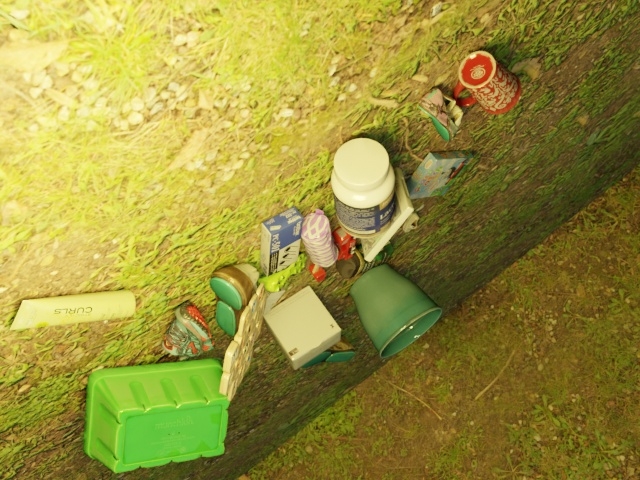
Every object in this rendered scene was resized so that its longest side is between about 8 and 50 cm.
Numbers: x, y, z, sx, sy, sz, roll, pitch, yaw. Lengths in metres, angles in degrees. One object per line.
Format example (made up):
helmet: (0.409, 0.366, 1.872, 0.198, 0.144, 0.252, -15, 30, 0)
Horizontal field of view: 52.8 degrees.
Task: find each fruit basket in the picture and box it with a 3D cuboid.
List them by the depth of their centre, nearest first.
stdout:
fruit basket: (-0.455, 0.457, 1.748, 0.392, 0.392, 0.283, -6, 108, -51)

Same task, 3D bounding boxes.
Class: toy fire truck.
toy fire truck: (0.035, 0.036, 1.881, 0.135, 0.047, 0.192, -28, 154, -18)

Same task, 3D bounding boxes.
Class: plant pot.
plant pot: (0.246, 0.229, 2.275, 0.271, 0.255, 0.272, -30, 156, -15)

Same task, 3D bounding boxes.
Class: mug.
mug: (0.396, -0.372, 1.567, 0.150, 0.113, 0.169, -48, 152, 18)

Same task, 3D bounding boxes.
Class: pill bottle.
pill bottle: (0.103, -0.123, 1.550, 0.153, 0.153, 0.265, -34, 157, -9)

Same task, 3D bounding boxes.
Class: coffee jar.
coffee jar: (0.136, 0.052, 2.015, 0.184, 0.079, 0.096, -20, 151, -35)

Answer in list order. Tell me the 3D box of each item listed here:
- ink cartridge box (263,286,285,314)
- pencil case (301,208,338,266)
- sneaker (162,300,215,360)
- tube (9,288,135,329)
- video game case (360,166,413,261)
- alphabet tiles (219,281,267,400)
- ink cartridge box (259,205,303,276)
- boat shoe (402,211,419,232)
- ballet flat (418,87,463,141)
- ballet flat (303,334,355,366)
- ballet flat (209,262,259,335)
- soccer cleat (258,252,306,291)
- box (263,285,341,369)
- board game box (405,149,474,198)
ink cartridge box: (-0.158, 0.176, 1.888, 0.062, 0.029, 0.115, -8, 144, -50)
pencil case: (0.000, 0.000, 1.719, 0.088, 0.086, 0.206, -59, 162, -15)
sneaker: (-0.348, 0.252, 1.664, 0.125, 0.104, 0.262, -29, 155, -14)
tube: (-0.496, 0.141, 1.308, 0.240, 0.062, 0.070, -1, 98, -47)
video game case: (0.168, -0.071, 1.732, 0.023, 0.184, 0.201, 22, 125, -22)
alphabet tiles: (-0.194, 0.257, 1.644, 0.284, 0.021, 0.278, -63, 167, -60)
ink cartridge box: (-0.101, 0.006, 1.632, 0.097, 0.046, 0.207, -29, 155, -22)
boat shoe: (0.299, -0.053, 2.107, 0.035, 0.035, 0.100, -24, 153, -29)
ballet flat: (0.308, -0.314, 1.597, 0.079, 0.077, 0.221, -46, 152, 9)
ballet flat: (0.005, 0.411, 2.450, 0.123, 0.123, 0.348, -48, 152, 22)
ballet flat: (-0.210, 0.132, 1.654, 0.124, 0.116, 0.342, -49, 164, -26)
soccer cleat: (-0.102, 0.078, 1.756, 0.179, 0.072, 0.060, -41, 140, -47)
box: (-0.057, 0.274, 2.020, 0.180, 0.182, 0.119, -31, 158, -14)
board game box: (0.344, -0.194, 1.907, 0.211, 0.039, 0.160, -10, 145, -46)
